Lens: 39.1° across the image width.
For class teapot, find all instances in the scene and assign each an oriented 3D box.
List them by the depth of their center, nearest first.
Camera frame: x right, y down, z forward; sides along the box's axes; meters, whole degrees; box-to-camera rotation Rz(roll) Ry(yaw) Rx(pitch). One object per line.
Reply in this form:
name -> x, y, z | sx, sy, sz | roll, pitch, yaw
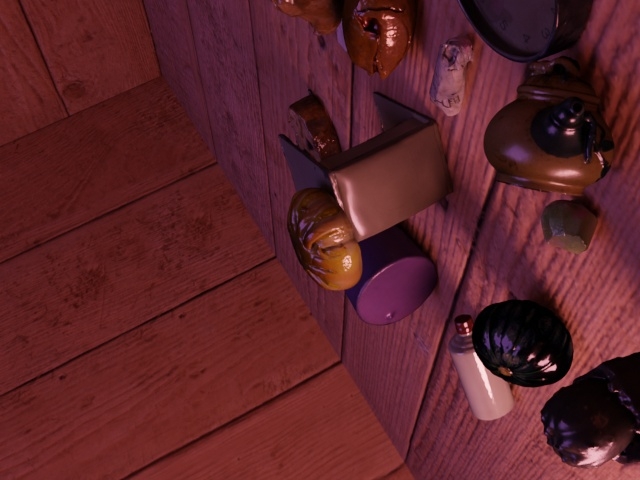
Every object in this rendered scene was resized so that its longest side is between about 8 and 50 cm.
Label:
teapot -> 0.315, -0.161, 1.234 | 0.269, 0.173, 0.182 | -68, -12, -81

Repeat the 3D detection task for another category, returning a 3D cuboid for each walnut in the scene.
walnut -> 0.104, -0.390, 1.608 | 0.137, 0.137, 0.245 | 56, 162, 28

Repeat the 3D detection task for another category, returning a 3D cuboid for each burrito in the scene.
burrito -> 0.220, -0.276, 1.523 | 0.064, 0.064, 0.203 | 58, 168, 19

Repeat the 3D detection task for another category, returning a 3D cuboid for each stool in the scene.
stool -> 0.090, -0.156, 1.839 | 0.270, 0.244, 0.170 | 42, 155, 55

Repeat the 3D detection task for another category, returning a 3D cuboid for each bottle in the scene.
bottle -> 0.349, 0.273, 1.991 | 0.245, 0.104, 0.104 | 68, 166, -21

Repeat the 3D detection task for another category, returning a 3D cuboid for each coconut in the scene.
coconut -> 0.378, -0.026, 1.374 | 0.082, 0.081, 0.083 | 20, 166, 2

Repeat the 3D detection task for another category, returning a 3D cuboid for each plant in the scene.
plant -> 0.437, 0.236, 1.271 | 0.164, 0.256, 0.141 | 97, 150, -72

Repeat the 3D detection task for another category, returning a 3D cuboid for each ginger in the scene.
ginger -> -0.001, -0.467, 1.652 | 0.123, 0.219, 0.270 | 54, 156, 36

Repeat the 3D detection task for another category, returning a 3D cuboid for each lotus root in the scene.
lotus root -> -0.012, -0.263, 2.387 | 0.170, 0.074, 0.260 | 47, 160, 40

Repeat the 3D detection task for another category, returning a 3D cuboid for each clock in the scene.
clock -> 0.255, -0.374, 1.214 | 0.280, 0.055, 0.280 | 57, 166, 23

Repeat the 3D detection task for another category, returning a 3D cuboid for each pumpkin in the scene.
pumpkin -> 0.371, 0.192, 1.654 | 0.194, 0.150, 0.194 | 53, 173, 9

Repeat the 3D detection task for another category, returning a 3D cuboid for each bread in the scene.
bread -> 0.000, 0.000, 1.732 | 0.213, 0.105, 0.213 | 59, 168, 20

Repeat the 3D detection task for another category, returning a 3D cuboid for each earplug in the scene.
earplug -> 0.089, -0.016, 2.232 | 0.456, 0.215, 0.215 | 56, 166, 41

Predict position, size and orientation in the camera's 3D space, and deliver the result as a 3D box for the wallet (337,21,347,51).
wallet -> 0.048, -0.449, 1.935 | 0.044, 0.011, 0.083 | 54, 164, 35
